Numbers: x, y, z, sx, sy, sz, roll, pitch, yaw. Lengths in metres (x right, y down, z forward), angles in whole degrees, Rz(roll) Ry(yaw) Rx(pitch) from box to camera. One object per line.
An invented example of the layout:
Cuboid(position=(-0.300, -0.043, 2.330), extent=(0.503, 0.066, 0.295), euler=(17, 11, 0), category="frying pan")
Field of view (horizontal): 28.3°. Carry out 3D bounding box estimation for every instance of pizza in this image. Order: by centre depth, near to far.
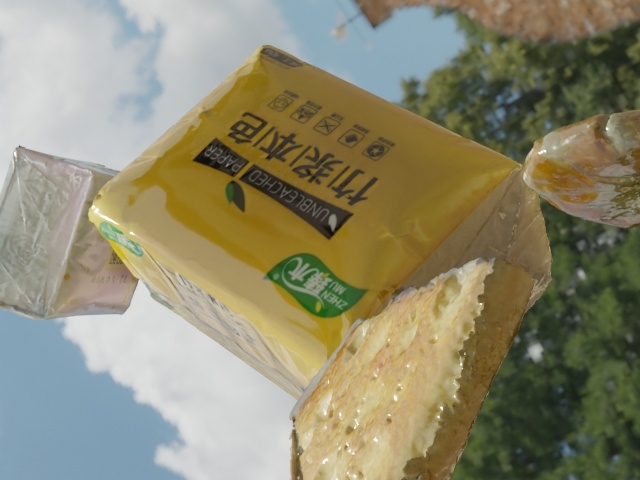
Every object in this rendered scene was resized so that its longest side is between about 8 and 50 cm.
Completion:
Cuboid(position=(0.060, 0.093, 0.724), extent=(0.080, 0.204, 0.188), euler=(30, -168, -14), category="pizza")

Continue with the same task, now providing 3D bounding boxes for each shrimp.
Cuboid(position=(0.211, -0.037, 0.675), extent=(0.217, 0.115, 0.051), euler=(4, -103, -21), category="shrimp")

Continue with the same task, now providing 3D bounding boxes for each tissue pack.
Cuboid(position=(0.000, 0.000, 1.321), extent=(0.382, 0.293, 0.228), euler=(31, 157, 36), category="tissue pack")
Cuboid(position=(-0.299, -0.004, 1.546), extent=(0.225, 0.124, 0.185), euler=(6, -79, -75), category="tissue pack")
